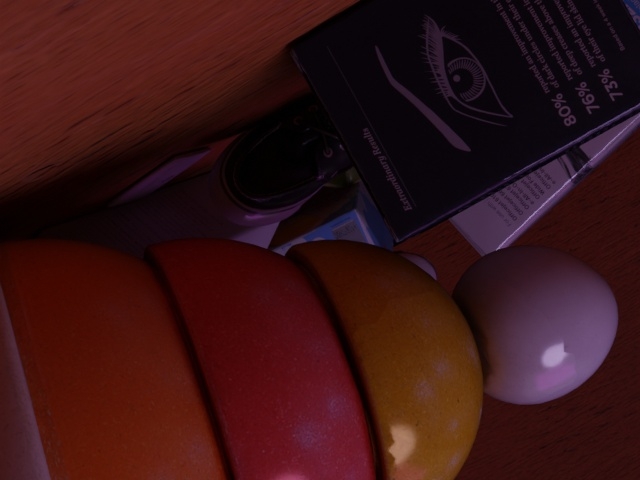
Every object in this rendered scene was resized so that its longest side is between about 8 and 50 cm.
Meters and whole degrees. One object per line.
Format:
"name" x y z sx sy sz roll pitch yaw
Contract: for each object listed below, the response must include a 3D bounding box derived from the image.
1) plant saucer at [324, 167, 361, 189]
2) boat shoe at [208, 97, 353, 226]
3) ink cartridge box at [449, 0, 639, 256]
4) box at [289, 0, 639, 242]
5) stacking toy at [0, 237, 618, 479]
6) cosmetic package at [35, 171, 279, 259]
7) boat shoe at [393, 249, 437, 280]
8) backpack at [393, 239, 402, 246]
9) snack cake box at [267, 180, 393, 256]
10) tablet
"plant saucer" 0.082 -0.120 1.404 0.188 0.045 0.188 -30 176 8
"boat shoe" 0.006 -0.085 1.096 0.228 0.080 0.076 -27 170 -39
"ink cartridge box" 0.258 -0.130 1.437 0.307 0.129 0.223 -44 174 10
"box" 0.109 -0.113 0.903 0.207 0.153 0.108 -28 177 12
"stacking toy" -0.008 0.117 0.936 0.480 0.350 0.350 -13 172 -14
"cosmetic package" -0.147 0.027 1.140 0.231 0.085 0.117 -25 149 -52
"boat shoe" 0.100 0.052 1.913 0.084 0.095 0.258 -50 -169 -27
"backpack" 0.088 -0.043 1.925 0.158 0.117 0.173 -30 177 24
"snack cake box" 0.000 0.000 1.541 0.152 0.089 0.264 -28 -168 10
"tablet" -0.130 -0.051 1.079 0.083 0.006 0.054 -30 176 30
